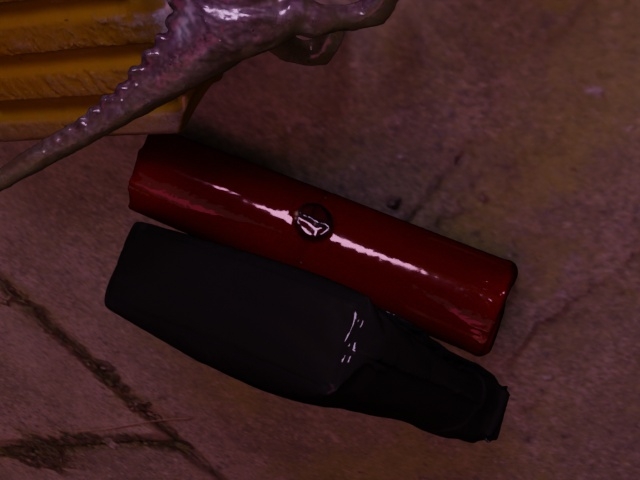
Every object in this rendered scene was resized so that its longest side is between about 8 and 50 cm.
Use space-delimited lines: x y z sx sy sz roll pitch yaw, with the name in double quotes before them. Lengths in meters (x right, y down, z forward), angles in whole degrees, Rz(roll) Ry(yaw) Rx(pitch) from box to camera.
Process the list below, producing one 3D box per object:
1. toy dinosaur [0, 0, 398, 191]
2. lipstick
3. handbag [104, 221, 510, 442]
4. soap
"toy dinosaur" -0.069 -0.121 0.636 0.200 0.072 0.251 7 128 -27
"lipstick" 0.000 -0.001 0.825 0.280 0.073 0.073 21 145 7
"handbag" -0.011 0.078 0.829 0.247 0.080 0.223 17 169 39
"soap" -0.160 -0.135 0.747 0.232 0.073 0.140 0 140 31
